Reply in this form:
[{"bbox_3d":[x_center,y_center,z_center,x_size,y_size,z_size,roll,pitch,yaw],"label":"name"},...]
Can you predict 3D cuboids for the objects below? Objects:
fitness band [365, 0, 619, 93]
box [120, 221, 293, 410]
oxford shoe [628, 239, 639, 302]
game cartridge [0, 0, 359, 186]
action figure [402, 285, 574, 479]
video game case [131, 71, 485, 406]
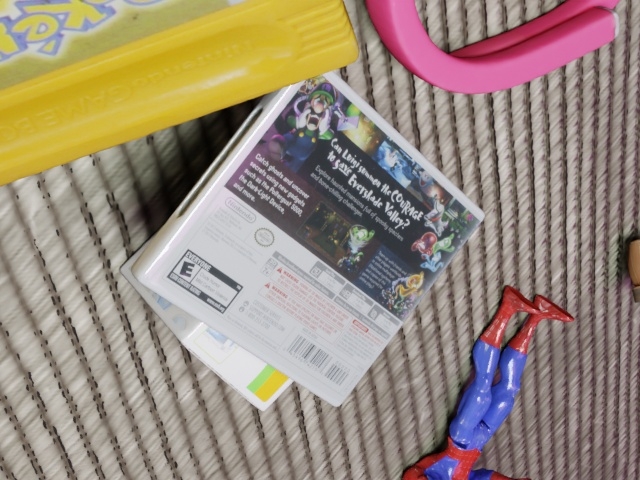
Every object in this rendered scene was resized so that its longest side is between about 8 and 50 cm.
[{"bbox_3d":[0.158,-0.228,0.763,0.291,0.054,0.209,-26,128,-22],"label":"fitness band"},{"bbox_3d":[-0.024,0.001,0.726,0.203,0.114,0.103,-46,132,-6],"label":"box"},{"bbox_3d":[0.403,0.013,1.079,0.212,0.076,0.076,-7,81,-44],"label":"oxford shoe"},{"bbox_3d":[-0.143,-0.126,0.452,0.285,0.052,0.323,-19,157,6],"label":"game cartridge"},{"bbox_3d":[0.174,0.201,0.979,0.091,0.139,0.280,15,109,-39],"label":"action figure"},{"bbox_3d":[0.000,0.000,0.653,0.190,0.022,0.173,38,90,-35],"label":"video game case"}]
